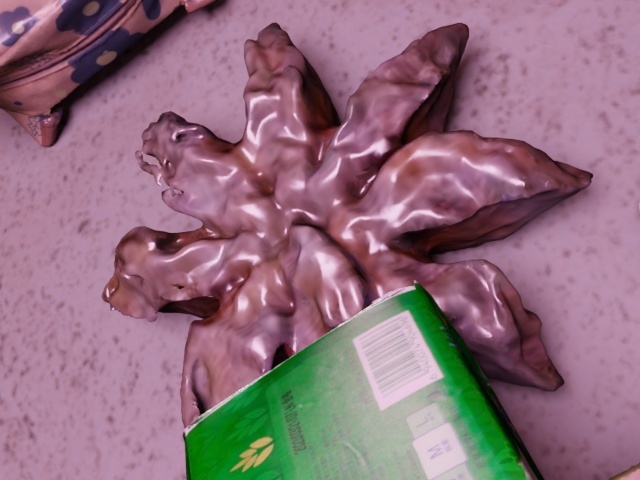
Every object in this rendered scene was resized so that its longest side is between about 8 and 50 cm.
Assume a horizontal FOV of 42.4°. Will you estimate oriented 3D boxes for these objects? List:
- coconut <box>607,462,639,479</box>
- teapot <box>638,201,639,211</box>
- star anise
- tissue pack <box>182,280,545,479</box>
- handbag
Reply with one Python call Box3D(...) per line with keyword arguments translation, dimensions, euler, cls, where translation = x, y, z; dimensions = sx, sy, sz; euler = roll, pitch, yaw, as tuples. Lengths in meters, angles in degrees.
Box3D(translation=(0.213, 0.175, 0.341), dimensions=(0.236, 0.204, 0.235), euler=(-1, 81, 9), cls="coconut")
Box3D(translation=(0.258, 0.006, 0.397), dimensions=(0.200, 0.107, 0.077), euler=(40, 99, 39), cls="teapot")
Box3D(translation=(0.002, -0.001, 0.508), dimensions=(0.332, 0.117, 0.331), euler=(-3, 80, 16), cls="star anise")
Box3D(translation=(0.043, 0.155, 0.348), dimensions=(0.148, 0.156, 0.209), euler=(-32, 31, 5), cls="tissue pack")
Box3D(translation=(-0.216, -0.204, 0.606), dimensions=(0.251, 0.190, 0.193), euler=(-39, 73, 13), cls="handbag")
